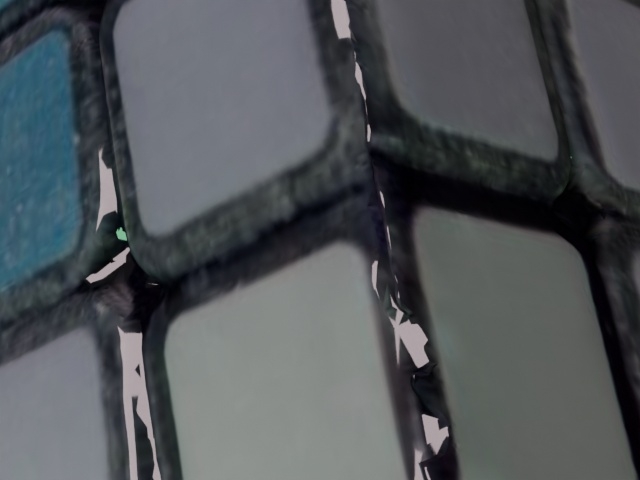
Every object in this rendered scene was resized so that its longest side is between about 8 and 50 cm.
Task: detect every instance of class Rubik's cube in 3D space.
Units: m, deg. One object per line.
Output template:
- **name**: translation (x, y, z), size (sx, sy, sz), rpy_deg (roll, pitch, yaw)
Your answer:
- **Rubik's cube**: translation (0.000, 0.000, 0.592), size (0.359, 0.363, 0.362), rpy_deg (-27, 65, 36)
